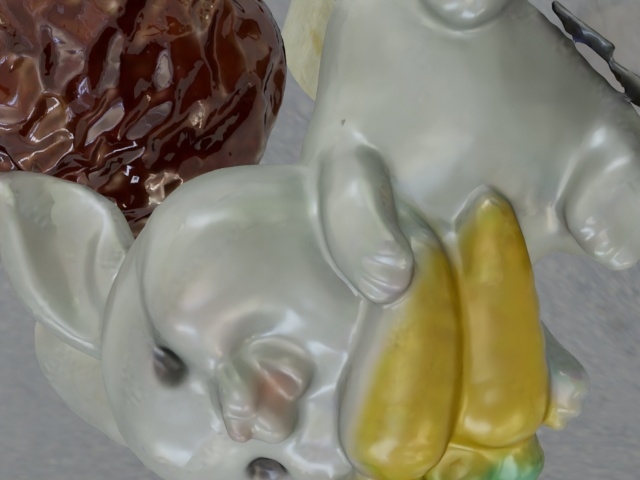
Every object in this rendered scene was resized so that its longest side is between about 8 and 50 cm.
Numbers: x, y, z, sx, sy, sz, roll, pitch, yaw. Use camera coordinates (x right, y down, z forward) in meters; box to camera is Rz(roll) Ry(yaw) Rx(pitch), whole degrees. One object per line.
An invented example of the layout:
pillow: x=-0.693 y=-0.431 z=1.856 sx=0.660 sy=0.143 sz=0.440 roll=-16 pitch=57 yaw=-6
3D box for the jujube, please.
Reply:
jujube: x=-0.138 y=-0.091 z=1.051 sx=0.232 sy=0.213 sz=0.213 roll=22 pitch=89 yaw=-11

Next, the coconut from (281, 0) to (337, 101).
coconut: x=0.064 y=-0.191 z=1.755 sx=0.202 sy=0.202 sz=0.222 roll=30 pitch=135 yaw=16

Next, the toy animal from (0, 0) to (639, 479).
toy animal: x=0.001 y=0.001 z=0.875 sx=0.310 sy=0.183 sz=0.247 roll=-44 pitch=41 yaw=4
